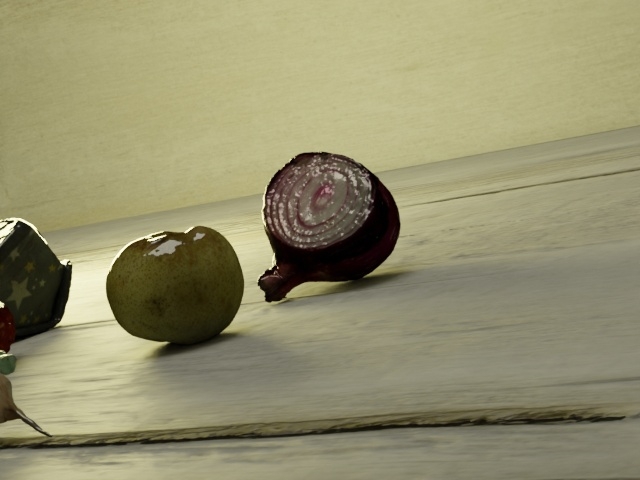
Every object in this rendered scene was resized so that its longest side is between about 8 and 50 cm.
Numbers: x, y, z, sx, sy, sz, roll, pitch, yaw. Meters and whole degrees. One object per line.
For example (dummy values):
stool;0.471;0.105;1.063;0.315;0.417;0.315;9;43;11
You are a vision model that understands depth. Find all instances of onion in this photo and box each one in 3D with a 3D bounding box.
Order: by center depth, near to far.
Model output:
onion;0.000;0.000;2.080;0.195;0.218;0.140;26;-13;31

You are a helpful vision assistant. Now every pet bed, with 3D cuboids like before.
pet bed;-0.488;0.077;2.355;0.211;0.159;0.183;-9;33;42

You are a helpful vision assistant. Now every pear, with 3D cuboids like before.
pear;-0.175;0.055;1.898;0.167;0.137;0.167;-8;4;1

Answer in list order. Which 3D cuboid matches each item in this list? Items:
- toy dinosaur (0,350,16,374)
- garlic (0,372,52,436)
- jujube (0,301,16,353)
toy dinosaur;-0.392;0.167;1.679;0.129;0.076;0.383;-19;2;10
garlic;-0.369;0.166;1.535;0.198;0.090;0.128;-9;45;-16
jujube;-0.450;0.119;2.040;0.112;0.109;0.176;21;4;-1
